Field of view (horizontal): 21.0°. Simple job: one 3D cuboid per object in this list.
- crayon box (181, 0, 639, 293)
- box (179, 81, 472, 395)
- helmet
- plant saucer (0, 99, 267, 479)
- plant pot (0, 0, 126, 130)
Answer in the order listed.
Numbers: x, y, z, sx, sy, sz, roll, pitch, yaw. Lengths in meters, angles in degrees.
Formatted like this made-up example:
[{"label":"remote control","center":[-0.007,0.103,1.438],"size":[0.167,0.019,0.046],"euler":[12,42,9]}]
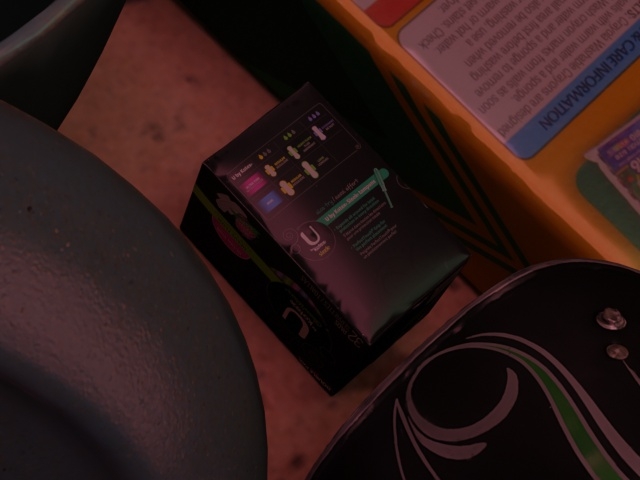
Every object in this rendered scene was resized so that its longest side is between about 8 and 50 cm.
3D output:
[{"label":"crayon box","center":[0.108,-0.080,0.644],"size":[0.323,0.083,0.203],"euler":[45,65,8]},{"label":"box","center":[0.000,0.000,0.597],"size":[0.052,0.062,0.083],"euler":[-40,81,-23]},{"label":"helmet","center":[0.089,0.105,0.521],"size":[0.169,0.169,0.161],"euler":[-35,65,-23]},{"label":"plant saucer","center":[-0.156,0.100,0.393],"size":[0.318,0.317,0.043],"euler":[-11,39,-17]},{"label":"plant pot","center":[-0.189,-0.101,0.500],"size":[0.293,0.235,0.293],"euler":[5,66,-11]}]
